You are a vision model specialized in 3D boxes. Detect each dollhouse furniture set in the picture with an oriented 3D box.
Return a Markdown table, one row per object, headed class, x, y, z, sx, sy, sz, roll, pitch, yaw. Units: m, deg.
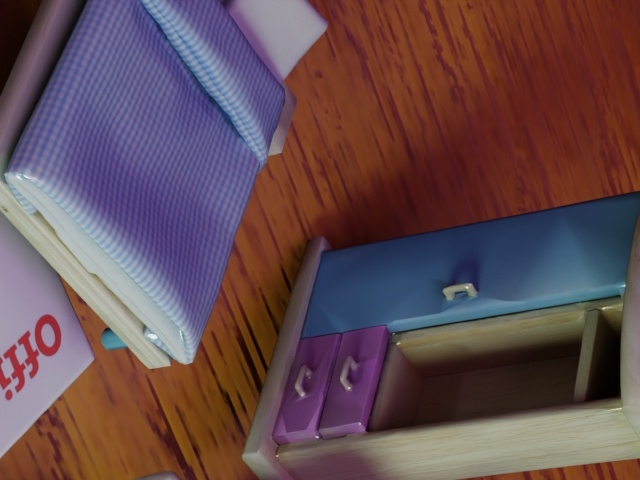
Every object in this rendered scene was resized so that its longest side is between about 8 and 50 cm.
| class | x | y | z | sx | sy | sz | roll | pitch | yaw |
| --- | --- | --- | --- | --- | --- | --- | --- | --- | --- |
| dollhouse furniture set | 0.000 | 0.000 | 0.732 | 0.303 | 0.198 | 0.286 | 53 | 38 | -36 |

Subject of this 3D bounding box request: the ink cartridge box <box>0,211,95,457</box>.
| class | x | y | z | sx | sy | sz | roll | pitch | yaw |
| --- | --- | --- | --- | --- | --- | --- | --- | --- | --- |
| ink cartridge box | -0.222 | -0.017 | 0.670 | 0.201 | 0.117 | 0.278 | -50 | 124 | -55 |
